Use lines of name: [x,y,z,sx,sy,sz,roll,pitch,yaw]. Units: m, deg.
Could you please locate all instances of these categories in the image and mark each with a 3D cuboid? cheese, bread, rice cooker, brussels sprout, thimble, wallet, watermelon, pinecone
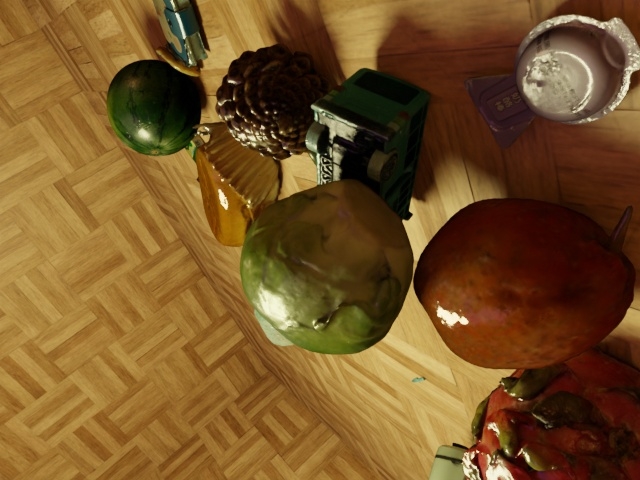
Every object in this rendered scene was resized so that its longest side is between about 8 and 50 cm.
cheese: [0.220,-0.154,0.484,0.105,0.042,0.191,56,160,-9]
bread: [-0.330,-0.417,1.147,0.110,0.024,0.110,31,-157,-14]
rice cooker: [0.367,0.616,1.187,0.226,0.244,0.226,18,155,8]
brussels sprout: [0.011,0.039,0.644,0.244,0.244,0.244,43,158,22]
thimble: [-0.120,0.237,1.652,0.211,0.185,0.149,46,163,59]
bread: [-0.220,-0.127,1.258,0.236,0.183,0.388,47,159,21]
wallet: [-0.307,-0.479,1.032,0.141,0.059,0.202,47,158,32]
watermelon: [-0.424,-0.338,1.262,0.242,0.242,0.242,43,158,22]
pinecone: [-0.085,-0.228,0.821,0.212,0.169,0.185,21,149,51]

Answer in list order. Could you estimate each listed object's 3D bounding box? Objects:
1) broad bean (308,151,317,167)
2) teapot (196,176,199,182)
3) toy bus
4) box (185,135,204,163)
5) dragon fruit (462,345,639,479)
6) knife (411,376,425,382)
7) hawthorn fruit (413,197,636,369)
broad bean: [0.035,-0.102,0.951,0.318,0.056,0.098,54,166,8]
teapot: [-0.377,-0.205,1.658,0.100,0.045,0.068,17,168,29]
toy bus: [0.071,-0.105,0.727,0.128,0.147,0.256,30,149,23]
box: [-0.409,-0.310,1.559,0.235,0.034,0.132,54,160,-5]
dragon fruit: [0.325,0.307,0.680,0.250,0.291,0.269,39,158,19]
knife: [0.263,0.376,1.327,0.014,0.005,0.091,47,160,10]
hawthorn fruit: [0.240,0.040,0.562,0.210,0.210,0.262,53,148,-2]
